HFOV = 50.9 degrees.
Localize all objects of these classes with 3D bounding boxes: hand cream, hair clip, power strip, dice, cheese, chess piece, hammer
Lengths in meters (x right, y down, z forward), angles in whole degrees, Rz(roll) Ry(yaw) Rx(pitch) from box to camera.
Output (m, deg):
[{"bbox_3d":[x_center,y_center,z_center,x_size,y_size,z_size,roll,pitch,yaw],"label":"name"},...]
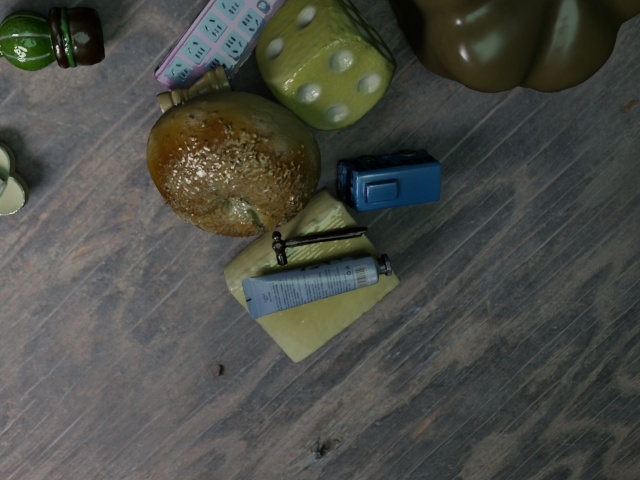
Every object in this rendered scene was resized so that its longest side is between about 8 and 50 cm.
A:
[{"bbox_3d":[-0.004,0.074,1.226,0.271,0.058,0.091,-14,123,-6],"label":"hand cream"},{"bbox_3d":[-0.588,-0.105,1.093,0.218,0.071,0.159,31,104,-20],"label":"hair clip"},{"bbox_3d":[-0.164,-0.347,1.137,0.109,0.037,0.279,36,99,-26],"label":"power strip"},{"bbox_3d":[0.008,-0.299,1.109,0.169,0.169,0.166,-39,139,22],"label":"dice"},{"bbox_3d":[-0.016,0.069,1.314,0.265,0.124,0.242,-38,112,2],"label":"cheese"},{"bbox_3d":[-0.206,-0.239,1.117,0.122,0.066,0.066,-23,117,-1],"label":"chess piece"},{"bbox_3d":[0.000,0.000,1.218,0.178,0.021,0.065,-11,108,-11],"label":"hammer"}]

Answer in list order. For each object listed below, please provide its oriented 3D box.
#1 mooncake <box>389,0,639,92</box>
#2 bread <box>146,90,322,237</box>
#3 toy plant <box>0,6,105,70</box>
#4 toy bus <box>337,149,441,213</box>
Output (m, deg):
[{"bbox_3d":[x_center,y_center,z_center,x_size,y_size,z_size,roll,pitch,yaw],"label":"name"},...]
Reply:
[{"bbox_3d":[0.342,-0.470,1.117,0.467,0.262,0.467,-7,114,-17],"label":"mooncake"},{"bbox_3d":[-0.140,-0.109,1.117,0.305,0.159,0.305,-2,150,-1],"label":"bread"},{"bbox_3d":[-0.423,-0.313,1.044,0.162,0.093,0.093,-9,115,-10],"label":"toy plant"},{"bbox_3d":[0.131,-0.114,1.290,0.184,0.106,0.090,-9,117,-13],"label":"toy bus"}]
